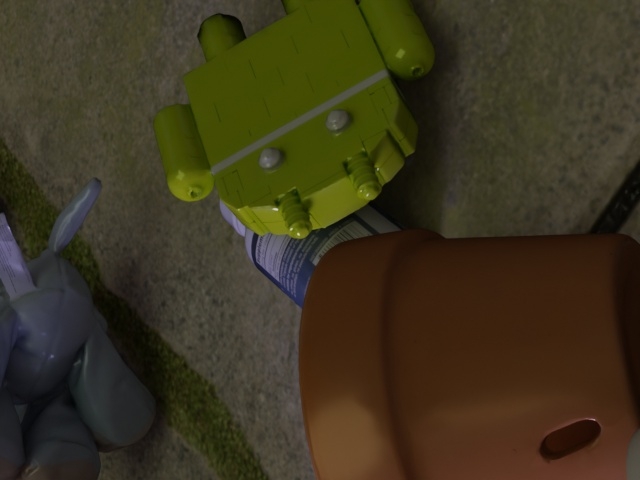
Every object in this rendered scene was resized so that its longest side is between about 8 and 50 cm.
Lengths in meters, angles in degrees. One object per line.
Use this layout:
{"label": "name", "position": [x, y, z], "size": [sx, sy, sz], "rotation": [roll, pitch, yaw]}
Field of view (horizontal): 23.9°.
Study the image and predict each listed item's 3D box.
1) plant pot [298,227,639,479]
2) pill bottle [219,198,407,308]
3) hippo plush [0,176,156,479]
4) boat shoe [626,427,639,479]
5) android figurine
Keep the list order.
{"label": "plant pot", "position": [0.141, 0.114, 1.049], "size": [0.203, 0.291, 0.291], "rotation": [-17, 78, 25]}
{"label": "pill bottle", "position": [0.000, 0.000, 1.271], "size": [0.180, 0.108, 0.108], "rotation": [41, 116, 35]}
{"label": "hippo plush", "position": [-0.327, 0.112, 1.484], "size": [0.236, 0.234, 0.294], "rotation": [3, 111, 53]}
{"label": "boat shoe", "position": [0.329, 0.229, 0.905], "size": [0.158, 0.127, 0.340], "rotation": [-24, 110, 35]}
{"label": "android figurine", "position": [-0.021, -0.112, 1.248], "size": [0.248, 0.056, 0.273], "rotation": [-27, 47, 11]}
